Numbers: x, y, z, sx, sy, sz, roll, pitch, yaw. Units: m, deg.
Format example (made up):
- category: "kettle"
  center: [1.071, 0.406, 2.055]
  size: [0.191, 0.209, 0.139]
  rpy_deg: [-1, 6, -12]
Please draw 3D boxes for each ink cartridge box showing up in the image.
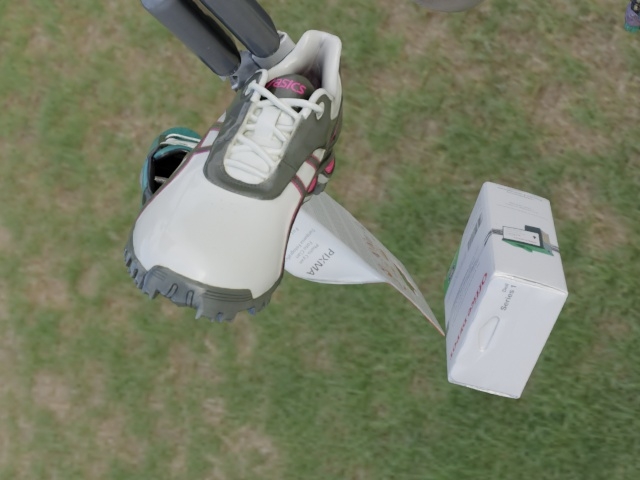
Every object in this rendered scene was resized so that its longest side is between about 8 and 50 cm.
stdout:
- category: "ink cartridge box"
  center: [0.213, 0.056, 1.446]
  size: [0.219, 0.092, 0.160]
  rpy_deg: [-83, 10, -59]
- category: "ink cartridge box"
  center: [0.000, 0.000, 1.879]
  size: [0.091, 0.385, 0.308]
  rpy_deg: [-46, 20, 8]

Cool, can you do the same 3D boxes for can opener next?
- category: "can opener"
  center: [-0.065, -0.160, 1.042]
  size: [0.074, 0.280, 0.093]
  rpy_deg: [-26, 66, 10]

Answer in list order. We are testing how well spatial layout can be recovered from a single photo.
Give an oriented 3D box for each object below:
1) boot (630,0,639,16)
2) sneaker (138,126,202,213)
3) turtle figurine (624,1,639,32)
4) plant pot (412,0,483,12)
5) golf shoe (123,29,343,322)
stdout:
- category: "boot"
  center: [0.354, -0.318, 1.369]
  size: [0.077, 0.198, 0.137]
  rpy_deg: [-69, 2, -62]
- category: "sneaker"
  center: [-0.175, -0.083, 1.570]
  size: [0.302, 0.108, 0.121]
  rpy_deg: [-95, 20, -56]
- category: "turtle figurine"
  center: [0.520, -0.278, 1.668]
  size: [0.234, 0.175, 0.118]
  rpy_deg: [-116, 26, -54]
- category: "plant pot"
  center: [0.204, -0.468, 1.653]
  size: [0.280, 0.323, 0.323]
  rpy_deg: [127, 136, -52]
- category: "golf shoe"
  center: [-0.051, -0.051, 0.820]
  size: [0.273, 0.105, 0.120]
  rpy_deg: [-65, -4, -57]
